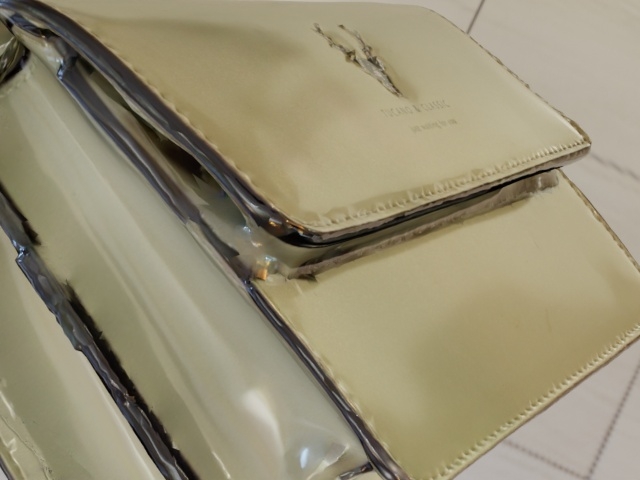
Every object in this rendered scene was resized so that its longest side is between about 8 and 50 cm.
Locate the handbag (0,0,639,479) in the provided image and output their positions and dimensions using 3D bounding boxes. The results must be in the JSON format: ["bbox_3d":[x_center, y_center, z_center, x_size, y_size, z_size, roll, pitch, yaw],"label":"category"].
[{"bbox_3d":[0.000,0.000,0.654,0.160,0.358,0.237,-42,79,25],"label":"handbag"}]
